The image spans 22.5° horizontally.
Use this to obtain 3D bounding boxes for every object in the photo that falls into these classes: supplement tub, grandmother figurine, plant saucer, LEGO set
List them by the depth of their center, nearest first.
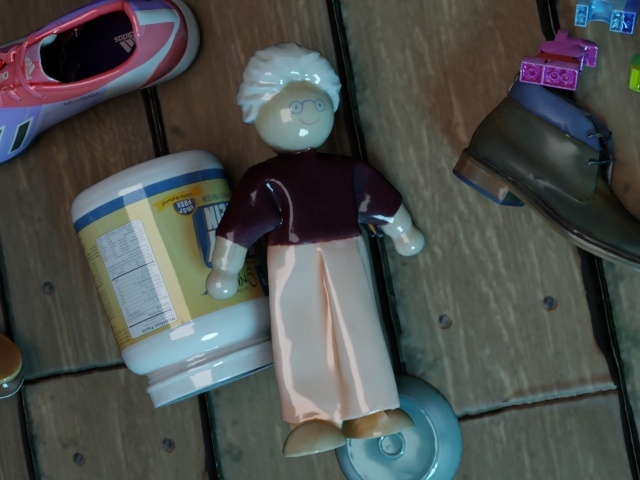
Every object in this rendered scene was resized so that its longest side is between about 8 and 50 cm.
[{"bbox_3d":[0.288,-0.172,1.319,0.227,0.093,0.087,11,126,13],"label":"LEGO set"},{"bbox_3d":[0.000,0.000,1.368,0.104,0.208,0.342,-13,88,51],"label":"grandmother figurine"},{"bbox_3d":[-0.124,0.034,1.425,0.144,0.144,0.200,-23,85,18],"label":"supplement tub"},{"bbox_3d":[0.066,0.180,1.429,0.119,0.021,0.119,1,92,18],"label":"plant saucer"}]

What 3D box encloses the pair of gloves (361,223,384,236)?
[{"bbox_3d":[0.015,-0.020,1.447,0.083,0.010,0.074,-35,83,18],"label":"pair of gloves"}]

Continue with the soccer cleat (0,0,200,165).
[{"bbox_3d":[-0.268,-0.148,1.482,0.318,0.116,0.109,-21,85,18],"label":"soccer cleat"}]

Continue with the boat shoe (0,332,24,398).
[{"bbox_3d":[-0.374,0.118,1.557,0.207,0.073,0.073,14,133,21],"label":"boat shoe"}]

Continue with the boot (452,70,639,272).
[{"bbox_3d":[0.224,-0.053,1.338,0.219,0.082,0.106,29,103,18],"label":"boot"}]
